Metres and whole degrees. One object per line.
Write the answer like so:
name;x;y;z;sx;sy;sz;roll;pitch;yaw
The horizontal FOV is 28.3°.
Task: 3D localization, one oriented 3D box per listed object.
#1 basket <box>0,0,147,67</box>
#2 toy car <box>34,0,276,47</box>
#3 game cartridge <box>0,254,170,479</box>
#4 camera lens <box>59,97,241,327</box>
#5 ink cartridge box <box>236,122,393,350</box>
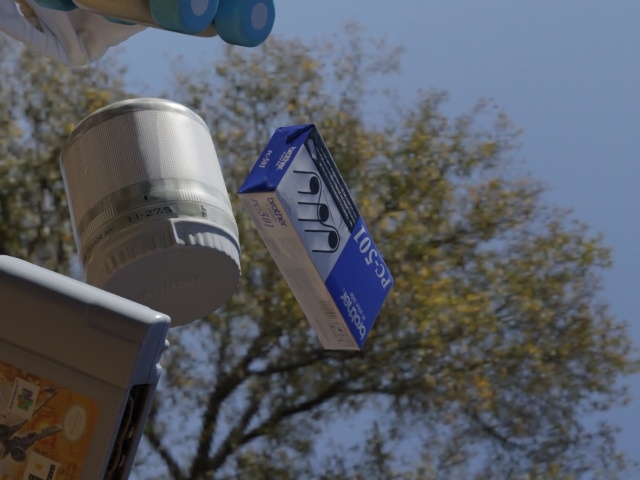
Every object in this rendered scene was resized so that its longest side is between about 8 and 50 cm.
basket;-0.319;-0.445;1.702;0.331;0.328;0.266;-30;-102;9
toy car;-0.168;-0.349;1.383;0.219;0.210;0.238;16;-82;32
game cartridge;-0.250;0.173;1.043;0.198;0.062;0.297;18;-88;19
camera lens;-0.236;-0.042;1.764;0.219;0.219;0.274;-52;-136;41
ink cartridge box;0.000;0.000;1.211;0.046;0.097;0.207;-2;-47;32
